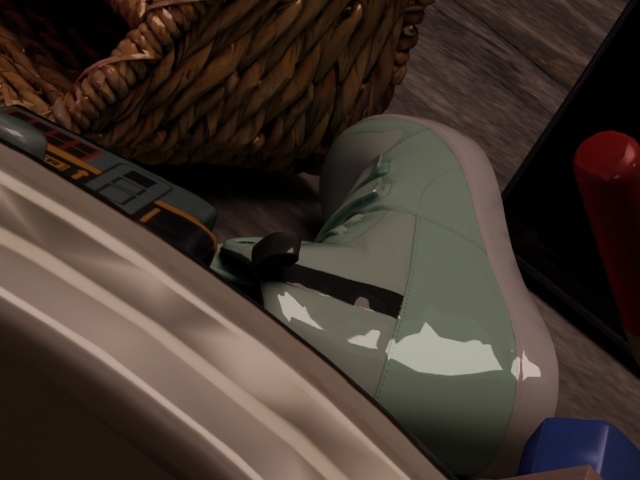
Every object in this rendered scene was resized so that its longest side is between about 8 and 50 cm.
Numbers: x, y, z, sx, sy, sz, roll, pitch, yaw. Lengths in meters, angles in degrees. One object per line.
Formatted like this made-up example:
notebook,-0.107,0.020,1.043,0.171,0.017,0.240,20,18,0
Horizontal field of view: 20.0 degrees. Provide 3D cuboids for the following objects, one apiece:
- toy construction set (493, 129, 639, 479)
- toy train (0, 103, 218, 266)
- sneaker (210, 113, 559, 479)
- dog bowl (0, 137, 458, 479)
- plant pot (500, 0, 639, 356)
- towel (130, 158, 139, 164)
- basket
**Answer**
toy construction set,0.169,0.139,0.579,0.237,0.257,0.309,64,9,-48
toy train,-0.189,-0.017,0.615,0.334,0.142,0.190,25,11,4
sneaker,0.000,0.000,0.802,0.151,0.094,0.256,14,25,-19
dog bowl,-0.116,0.149,0.206,0.408,0.150,0.408,24,37,-20
plant pot,0.241,-0.019,0.988,0.188,0.187,0.167,41,16,33
towel,-0.102,-0.029,0.863,0.060,0.009,0.083,5,30,-37
basket,-0.104,-0.188,0.927,0.223,0.213,0.299,2,30,-45
